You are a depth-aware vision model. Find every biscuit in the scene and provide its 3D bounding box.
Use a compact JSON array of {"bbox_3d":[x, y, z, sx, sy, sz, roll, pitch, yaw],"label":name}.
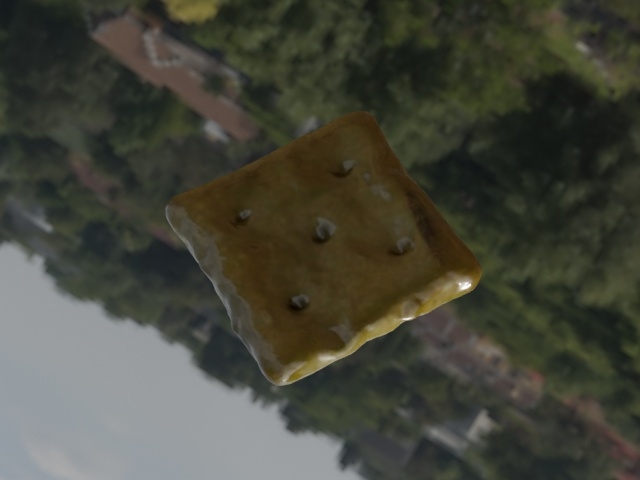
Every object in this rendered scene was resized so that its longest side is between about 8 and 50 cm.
[{"bbox_3d":[0.000,0.000,0.571,0.083,0.081,0.018,57,166,31],"label":"biscuit"}]
